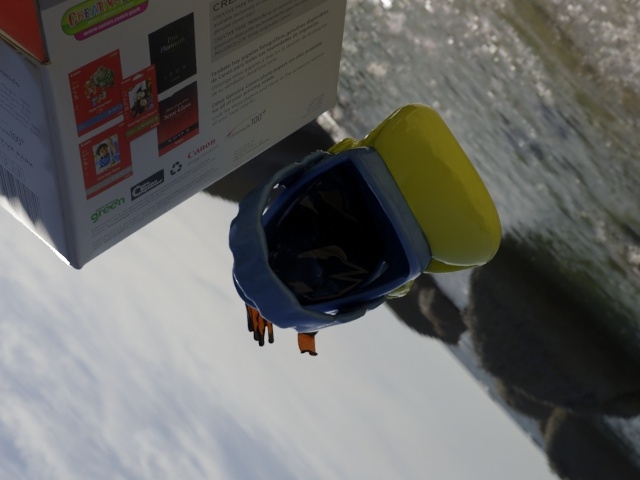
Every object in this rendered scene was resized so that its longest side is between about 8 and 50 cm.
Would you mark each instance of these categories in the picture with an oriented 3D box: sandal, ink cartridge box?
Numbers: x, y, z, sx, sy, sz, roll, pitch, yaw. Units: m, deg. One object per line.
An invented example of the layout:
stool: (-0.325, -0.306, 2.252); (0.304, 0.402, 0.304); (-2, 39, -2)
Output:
sandal: (0.000, 0.000, 0.629); (0.126, 0.138, 0.317); (62, 170, 5)
ink cartridge box: (-0.121, -0.175, 0.757); (0.130, 0.309, 0.272); (36, 143, 25)

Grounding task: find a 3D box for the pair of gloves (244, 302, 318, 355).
pair of gloves: (-0.032, 0.060, 0.826); (0.083, 0.010, 0.074); (16, -122, -37)
